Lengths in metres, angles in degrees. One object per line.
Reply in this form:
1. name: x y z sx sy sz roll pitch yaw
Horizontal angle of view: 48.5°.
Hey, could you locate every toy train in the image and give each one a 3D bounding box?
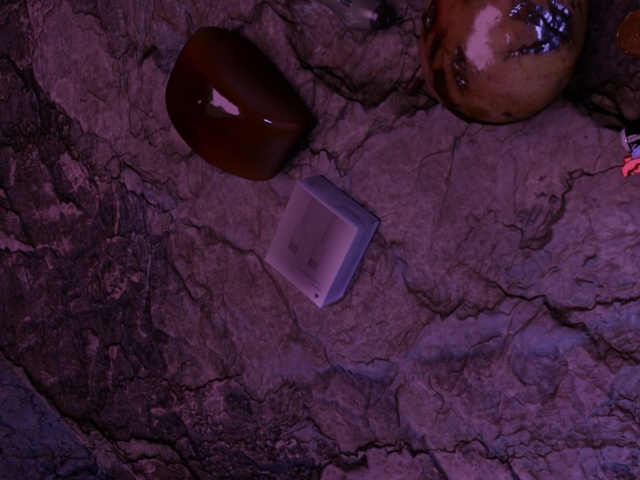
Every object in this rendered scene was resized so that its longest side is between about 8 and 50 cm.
1. toy train: 0.610 -0.180 1.196 0.204 0.082 0.131 -17 92 38

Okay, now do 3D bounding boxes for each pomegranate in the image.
1. pomegranate: 0.314 -0.363 1.247 0.322 0.322 0.322 12 110 36

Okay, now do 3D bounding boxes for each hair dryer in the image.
1. hair dryer: 0.068 -0.564 1.535 0.219 0.088 0.225 11 96 40

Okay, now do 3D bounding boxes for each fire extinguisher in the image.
1. fire extinguisher: 0.233 -0.367 1.475 0.049 0.035 0.173 51 131 20

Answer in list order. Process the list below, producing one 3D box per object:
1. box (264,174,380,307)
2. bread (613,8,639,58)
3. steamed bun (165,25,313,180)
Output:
1. box: 0.000 0.000 1.722 0.203 0.106 0.252 39 125 22
2. bread: 0.550 -0.353 1.214 0.085 0.053 0.085 13 107 48
3. steamed bun: -0.224 -0.326 1.711 0.379 0.248 0.235 50 128 15
